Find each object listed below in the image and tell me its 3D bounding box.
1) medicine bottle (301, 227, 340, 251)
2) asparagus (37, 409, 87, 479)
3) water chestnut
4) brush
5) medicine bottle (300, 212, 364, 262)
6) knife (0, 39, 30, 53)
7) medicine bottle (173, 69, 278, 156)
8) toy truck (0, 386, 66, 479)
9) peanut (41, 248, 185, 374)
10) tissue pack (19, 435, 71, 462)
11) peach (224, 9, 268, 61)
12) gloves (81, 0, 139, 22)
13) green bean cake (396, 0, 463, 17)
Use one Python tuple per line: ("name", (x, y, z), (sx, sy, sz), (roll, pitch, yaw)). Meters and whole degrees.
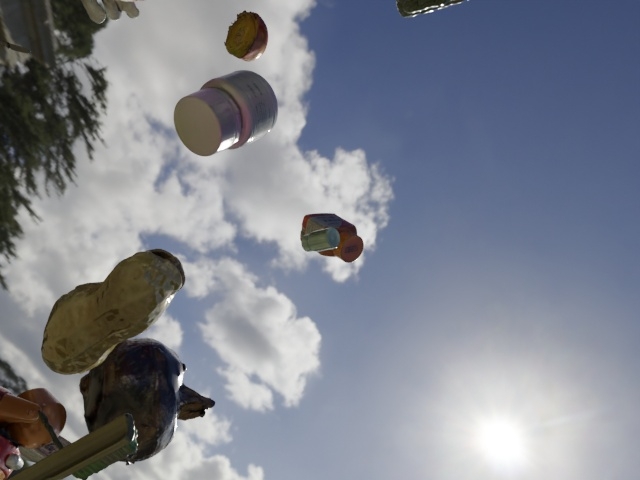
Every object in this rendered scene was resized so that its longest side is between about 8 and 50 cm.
("medicine bottle", (0.000, 0.000, 1.260), (0.083, 0.047, 0.047), (-11, -62, 42))
("asparagus", (-0.497, 0.394, 1.088), (0.163, 0.016, 0.016), (54, -10, 4))
("water chestnut", (-0.459, 0.423, 1.518), (0.335, 0.346, 0.336), (180, -90, -67))
("brush", (-0.403, 0.356, 0.881), (0.048, 0.282, 0.054), (57, 8, -38))
("medicine bottle", (0.045, -0.011, 1.988), (0.222, 0.149, 0.112), (33, -61, 47))
("knife", (-0.890, -0.560, 1.640), (0.170, 0.010, 0.023), (22, -39, 26))
("medicine bottle", (-0.311, -0.419, 1.881), (0.241, 0.302, 0.241), (17, -56, 26))
("toy truck", (-0.707, 0.440, 1.241), (0.239, 0.265, 0.189), (14, -37, -5))
("peanut", (-0.339, 0.112, 0.919), (0.290, 0.130, 0.130), (-33, -75, 13))
("tissue pack", (-0.832, 0.583, 1.643), (0.235, 0.073, 0.173), (-12, -53, 37))
("peach", (-0.138, -0.396, 1.112), (0.098, 0.061, 0.098), (-6, -100, 40))
("gloves", (-0.455, -0.533, 1.159), (0.140, 0.218, 0.132), (-10, -83, 40))
("green bean cake", (0.217, -0.541, 1.089), (0.184, 0.094, 0.183), (-9, -42, 18))
